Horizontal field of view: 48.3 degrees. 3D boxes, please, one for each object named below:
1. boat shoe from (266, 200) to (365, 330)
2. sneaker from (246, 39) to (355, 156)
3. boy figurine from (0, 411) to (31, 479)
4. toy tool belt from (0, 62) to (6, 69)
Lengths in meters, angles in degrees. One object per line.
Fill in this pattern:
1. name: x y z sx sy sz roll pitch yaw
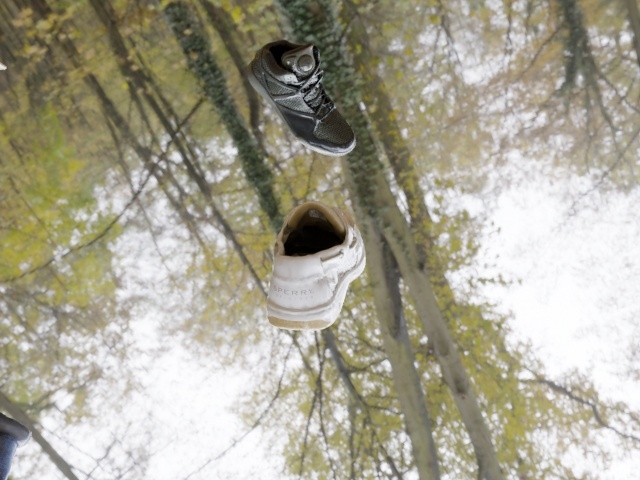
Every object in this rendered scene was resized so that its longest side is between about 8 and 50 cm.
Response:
1. boat shoe: 0.000 0.000 0.811 0.098 0.096 0.277 1 -159 6
2. sneaker: -0.020 -0.239 1.180 0.087 0.227 0.130 -43 -176 -23
3. boy figurine: -0.428 0.340 0.806 0.177 0.092 0.285 -26 -145 25
4. toy tool belt: -0.396 -0.193 0.786 0.083 0.052 0.051 -4 -177 -4
